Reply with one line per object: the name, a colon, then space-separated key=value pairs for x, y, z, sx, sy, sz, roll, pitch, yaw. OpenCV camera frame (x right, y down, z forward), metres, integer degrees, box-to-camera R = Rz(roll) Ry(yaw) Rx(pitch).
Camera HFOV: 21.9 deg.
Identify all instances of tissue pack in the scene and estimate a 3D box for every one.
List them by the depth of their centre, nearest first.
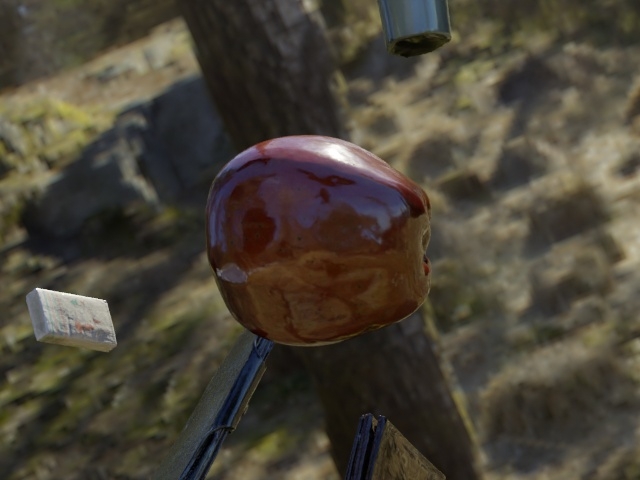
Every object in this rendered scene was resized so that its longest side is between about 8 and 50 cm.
tissue pack: x=-0.260 y=0.084 z=1.730 sx=0.023 sy=0.056 sz=0.108 roll=-30 pitch=-26 yaw=28

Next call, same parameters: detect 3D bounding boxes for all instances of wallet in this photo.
wallet: x=0.040 y=0.253 z=1.195 sx=0.042 sy=0.124 sz=0.230 roll=-1 pitch=58 yaw=29
wallet: x=-0.119 y=0.200 z=1.873 sx=0.318 sy=0.045 sz=0.172 roll=-60 pitch=8 yaw=-35

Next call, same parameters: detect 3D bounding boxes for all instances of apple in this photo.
apple: x=0.000 y=0.000 z=1.620 sx=0.234 sy=0.234 sz=0.234 roll=-23 pitch=9 yaw=4

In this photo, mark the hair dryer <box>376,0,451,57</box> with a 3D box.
hair dryer: x=0.000 y=-0.219 z=1.047 sx=0.267 sy=0.229 sz=0.092 roll=-22 pitch=1 yaw=-44
